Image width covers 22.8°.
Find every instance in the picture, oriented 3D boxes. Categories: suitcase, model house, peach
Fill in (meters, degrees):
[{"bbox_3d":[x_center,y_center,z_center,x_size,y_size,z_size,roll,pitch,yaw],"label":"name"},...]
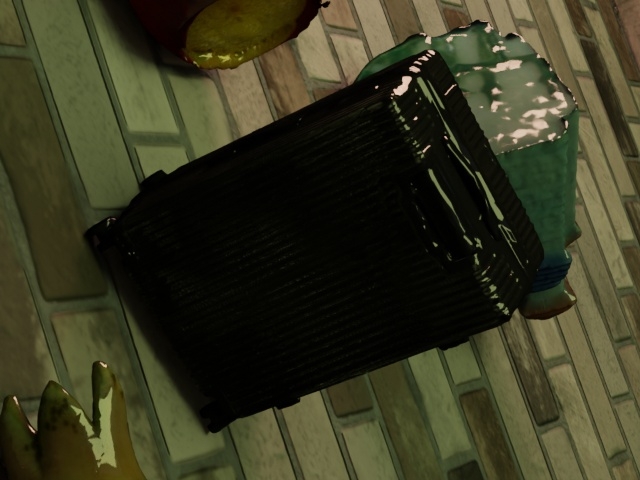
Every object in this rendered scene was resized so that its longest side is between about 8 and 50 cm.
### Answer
[{"bbox_3d":[0.000,0.000,1.383,0.230,0.335,0.152,60,29,-13],"label":"suitcase"},{"bbox_3d":[0.182,-0.044,1.915,0.295,0.251,0.329,-115,-172,-53],"label":"model house"},{"bbox_3d":[-0.095,-0.260,1.583,0.190,0.196,0.226,-52,124,-19],"label":"peach"}]

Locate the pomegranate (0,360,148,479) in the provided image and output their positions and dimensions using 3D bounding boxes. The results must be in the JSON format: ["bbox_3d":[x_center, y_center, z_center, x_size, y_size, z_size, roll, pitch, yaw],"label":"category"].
[{"bbox_3d":[-0.114,0.253,1.116,0.309,0.216,0.359,6,64,-56],"label":"pomegranate"}]
